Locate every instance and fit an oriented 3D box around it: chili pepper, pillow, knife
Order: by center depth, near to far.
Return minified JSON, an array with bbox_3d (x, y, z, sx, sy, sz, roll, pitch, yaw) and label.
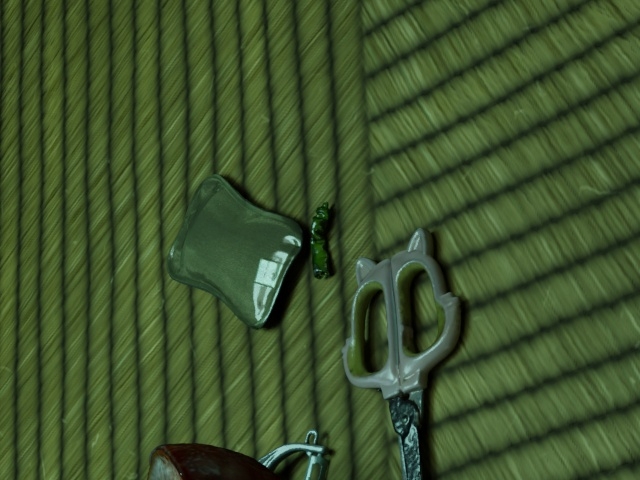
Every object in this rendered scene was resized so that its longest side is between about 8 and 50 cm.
[{"bbox_3d":[0.000,0.000,2.037,0.027,0.022,0.083,114,158,-69],"label":"chili pepper"},{"bbox_3d":[-0.100,0.237,2.044,0.278,0.053,0.123,6,76,50],"label":"knife"},{"bbox_3d":[-0.096,0.009,2.136,0.217,0.033,0.130,28,95,52],"label":"pillow"}]

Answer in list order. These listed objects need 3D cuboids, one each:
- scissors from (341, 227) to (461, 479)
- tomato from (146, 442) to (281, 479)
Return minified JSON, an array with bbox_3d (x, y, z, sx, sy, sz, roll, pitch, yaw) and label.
[{"bbox_3d":[0.081,0.147,1.878,0.160,0.024,0.317,-26,57,40],"label":"scissors"},{"bbox_3d":[-0.061,0.342,1.840,0.338,0.144,0.338,168,90,-74],"label":"tomato"}]
